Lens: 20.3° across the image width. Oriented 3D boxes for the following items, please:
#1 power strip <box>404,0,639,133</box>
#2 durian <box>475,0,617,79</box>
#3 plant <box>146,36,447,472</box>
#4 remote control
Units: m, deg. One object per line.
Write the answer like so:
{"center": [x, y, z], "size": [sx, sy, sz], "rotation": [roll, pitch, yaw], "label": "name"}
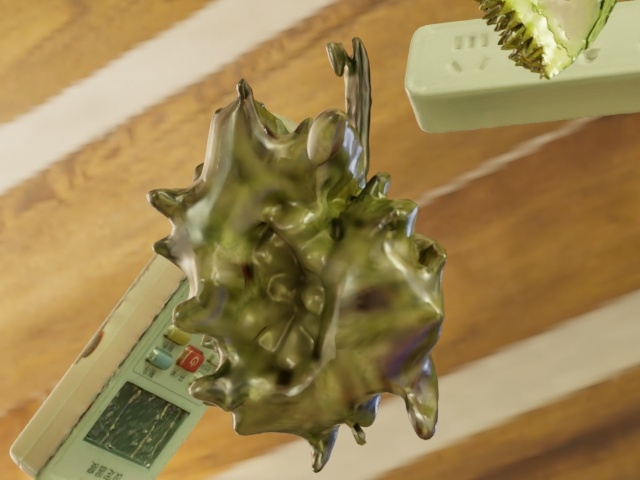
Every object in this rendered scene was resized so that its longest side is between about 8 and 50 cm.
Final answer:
{"center": [0.264, -0.160, 1.554], "size": [0.385, 0.091, 0.062], "rotation": [-5, -37, 20], "label": "power strip"}
{"center": [0.179, -0.288, 1.211], "size": [0.158, 0.169, 0.352], "rotation": [4, -72, -64], "label": "durian"}
{"center": [0.034, -0.002, 1.175], "size": [0.180, 0.251, 0.333], "rotation": [-1, 13, 25], "label": "plant"}
{"center": [-0.099, 0.060, 1.412], "size": [0.344, 0.050, 0.145], "rotation": [-53, -32, 0], "label": "remote control"}
